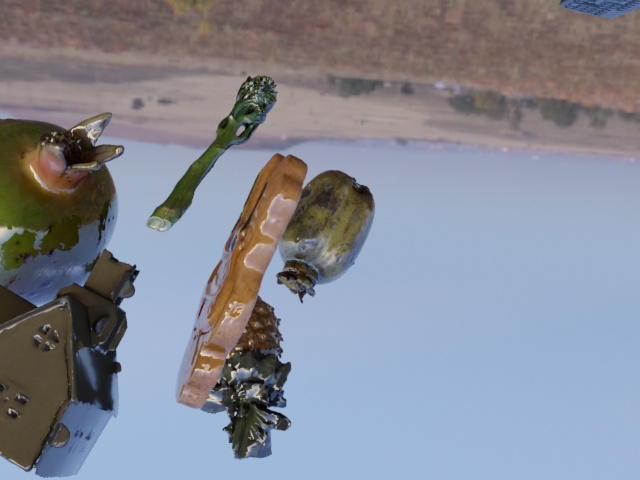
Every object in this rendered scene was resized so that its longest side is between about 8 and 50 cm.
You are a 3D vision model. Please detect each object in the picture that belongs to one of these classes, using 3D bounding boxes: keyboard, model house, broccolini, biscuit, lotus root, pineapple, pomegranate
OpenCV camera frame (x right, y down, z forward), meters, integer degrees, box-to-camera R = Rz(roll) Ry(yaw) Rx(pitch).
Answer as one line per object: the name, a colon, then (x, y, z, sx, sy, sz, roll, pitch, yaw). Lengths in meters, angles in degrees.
keyboard: (0.232, -0.191, 0.704, 0.053, 0.010, 0.155, 11, -179, -5)
model house: (-0.308, 0.113, 1.049, 0.204, 0.243, 0.211, 28, 168, 7)
broccolini: (-0.097, -0.088, 0.934, 0.057, 0.071, 0.254, -7, -143, 26)
biscuit: (-0.106, 0.046, 1.134, 0.047, 0.334, 0.202, 22, -175, -12)
lotus root: (-0.002, 0.000, 1.615, 0.154, 0.278, 0.154, 21, 153, 11)
pineapple: (-0.132, 0.232, 1.582, 0.170, 0.141, 0.310, -15, -139, -1)
pomegranate: (-0.418, -0.063, 1.267, 0.290, 0.323, 0.291, 10, -132, -11)
